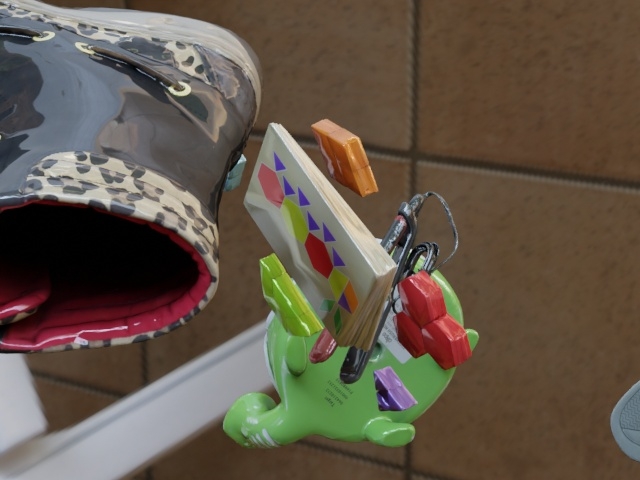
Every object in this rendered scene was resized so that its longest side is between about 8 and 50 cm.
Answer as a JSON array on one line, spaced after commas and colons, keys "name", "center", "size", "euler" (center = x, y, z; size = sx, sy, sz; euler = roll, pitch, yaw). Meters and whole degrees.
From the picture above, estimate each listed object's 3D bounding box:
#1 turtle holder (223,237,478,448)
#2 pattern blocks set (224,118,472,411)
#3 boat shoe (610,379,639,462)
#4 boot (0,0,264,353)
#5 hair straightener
[{"name": "turtle holder", "center": [0.036, 0.149, 1.790], "size": [0.243, 0.227, 0.320], "euler": [17, 98, -18]}, {"name": "pattern blocks set", "center": [0.000, 0.000, 1.190], "size": [0.325, 0.026, 0.285], "euler": [59, 153, 11]}, {"name": "boat shoe", "center": [0.481, 0.164, 1.552], "size": [0.320, 0.103, 0.118], "euler": [-29, 66, 3]}, {"name": "boot", "center": [-0.228, -0.056, 0.934], "size": [0.377, 0.284, 0.138], "euler": [5, 123, -4]}, {"name": "hair straightener", "center": [0.076, 0.049, 1.409], "size": [0.089, 0.230, 0.047], "euler": [38, 156, -20]}]
